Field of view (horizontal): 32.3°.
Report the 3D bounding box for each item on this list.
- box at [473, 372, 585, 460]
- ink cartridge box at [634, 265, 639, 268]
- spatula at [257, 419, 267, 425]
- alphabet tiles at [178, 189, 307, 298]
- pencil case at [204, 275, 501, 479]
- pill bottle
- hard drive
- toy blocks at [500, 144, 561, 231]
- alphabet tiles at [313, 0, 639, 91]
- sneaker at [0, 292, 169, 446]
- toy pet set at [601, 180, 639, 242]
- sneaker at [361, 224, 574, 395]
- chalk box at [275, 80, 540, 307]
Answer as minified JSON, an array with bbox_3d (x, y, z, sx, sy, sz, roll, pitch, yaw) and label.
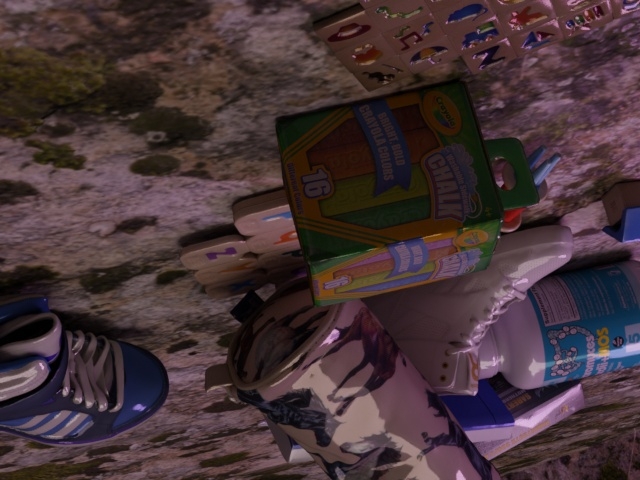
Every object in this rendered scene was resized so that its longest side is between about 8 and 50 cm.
[{"bbox_3d":[0.232,0.219,1.588,0.231,0.183,0.056,-27,130,-12],"label":"box"},{"bbox_3d":[0.470,-0.015,1.327,0.181,0.062,0.104,-14,179,1],"label":"ink cartridge box"},{"bbox_3d":[0.006,0.327,2.040,0.168,0.019,0.242,-26,157,32],"label":"spatula"},{"bbox_3d":[0.000,0.000,1.165,0.277,0.021,0.284,-14,160,3],"label":"alphabet tiles"},{"bbox_3d":[0.054,0.220,1.265,0.183,0.160,0.410,-29,121,17],"label":"pencil case"},{"bbox_3d":[0.327,0.119,1.509,0.264,0.146,0.146,-11,160,-6],"label":"pill bottle"},{"bbox_3d":[0.072,0.200,1.479,0.318,0.210,0.040,-1,122,-24],"label":"hard drive"},{"bbox_3d":[0.164,-0.034,1.093,0.123,0.054,0.148,-16,155,-37],"label":"toy blocks"},{"bbox_3d":[0.122,-0.174,0.802,0.237,0.009,0.198,-19,159,16],"label":"alphabet tiles"},{"bbox_3d":[-0.281,0.140,1.195,0.322,0.130,0.236,5,157,-29],"label":"sneaker"},{"bbox_3d":[0.384,-0.037,1.248,0.114,0.065,0.122,-7,158,-17],"label":"toy pet set"},{"bbox_3d":[0.192,0.102,1.348,0.292,0.169,0.108,-25,155,26],"label":"sneaker"},{"bbox_3d":[0.080,-0.042,0.948,0.212,0.132,0.132,-14,160,-2],"label":"chalk box"}]
